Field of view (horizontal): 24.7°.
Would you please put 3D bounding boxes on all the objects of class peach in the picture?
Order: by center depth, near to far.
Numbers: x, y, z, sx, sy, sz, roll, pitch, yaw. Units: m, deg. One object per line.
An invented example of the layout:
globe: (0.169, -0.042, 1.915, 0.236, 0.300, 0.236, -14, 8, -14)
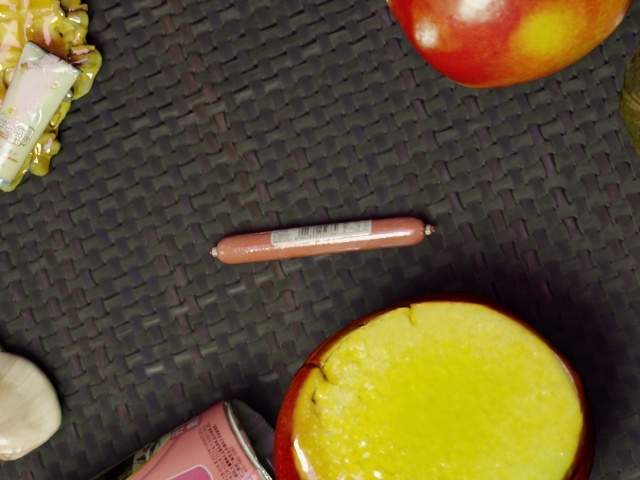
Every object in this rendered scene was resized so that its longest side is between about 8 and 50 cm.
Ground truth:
peach: (0.172, -0.244, 1.265, 0.226, 0.190, 0.196, -39, 75, 19)
peach: (0.089, 0.188, 1.278, 0.274, 0.248, 0.245, -18, 134, -20)

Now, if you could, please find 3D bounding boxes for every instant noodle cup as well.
instant noodle cup: (-0.136, 0.281, 1.366, 0.255, 0.244, 0.244, -37, 85, 6)

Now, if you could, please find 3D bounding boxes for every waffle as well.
waffle: (-0.355, -0.188, 1.458, 0.280, 0.060, 0.262, 40, 99, 4)

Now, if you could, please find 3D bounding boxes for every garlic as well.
garlic: (-0.344, 0.151, 1.463, 0.124, 0.099, 0.174, -44, 82, -3)

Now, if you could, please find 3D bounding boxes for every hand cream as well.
hand cream: (-0.287, -0.117, 1.413, 0.061, 0.039, 0.143, 29, 101, 1)

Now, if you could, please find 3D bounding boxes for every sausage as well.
sausage: (0.000, 0.000, 1.402, 0.223, 0.029, 0.029, -6, 92, 14)

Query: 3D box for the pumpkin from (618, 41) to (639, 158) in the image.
pumpkin: (0.368, -0.116, 1.245, 0.219, 0.162, 0.219, -2, 116, -3)
